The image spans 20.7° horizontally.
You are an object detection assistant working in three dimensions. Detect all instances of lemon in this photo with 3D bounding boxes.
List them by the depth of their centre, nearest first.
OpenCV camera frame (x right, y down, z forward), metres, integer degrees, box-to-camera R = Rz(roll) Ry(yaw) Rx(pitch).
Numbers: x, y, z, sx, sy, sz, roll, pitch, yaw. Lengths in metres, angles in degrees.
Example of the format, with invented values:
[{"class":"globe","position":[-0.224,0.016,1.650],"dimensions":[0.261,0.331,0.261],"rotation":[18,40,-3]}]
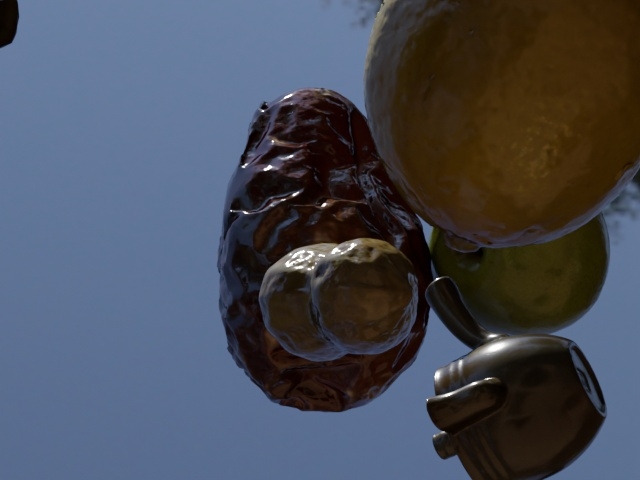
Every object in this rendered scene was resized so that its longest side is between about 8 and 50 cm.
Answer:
[{"class":"lemon","position":[0.148,-0.128,1.303],"dimensions":[0.236,0.236,0.263],"rotation":[46,-110,-31]}]

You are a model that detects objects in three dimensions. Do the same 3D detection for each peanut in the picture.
[{"class":"peanut","position":[0.011,0.038,1.168],"dimensions":[0.089,0.193,0.089],"rotation":[3,-98,-20]}]

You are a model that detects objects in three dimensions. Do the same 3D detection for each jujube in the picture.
[{"class":"jujube","position":[0.000,0.000,1.680],"dimensions":[0.216,0.216,0.342],"rotation":[35,-149,-35]}]

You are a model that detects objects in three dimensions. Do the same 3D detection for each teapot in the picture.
[{"class":"teapot","position":[0.078,0.058,0.806],"dimensions":[0.085,0.080,0.110],"rotation":[37,-149,-56]}]

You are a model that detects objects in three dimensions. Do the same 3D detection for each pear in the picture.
[{"class":"pear","position":[0.203,0.009,1.704],"dimensions":[0.216,0.180,0.166],"rotation":[-10,-93,-52]}]

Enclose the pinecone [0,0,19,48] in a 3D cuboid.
[{"class":"pinecone","position":[-0.324,-0.273,1.076],"dimensions":[0.397,0.397,0.398],"rotation":[-1,-88,-39]}]
